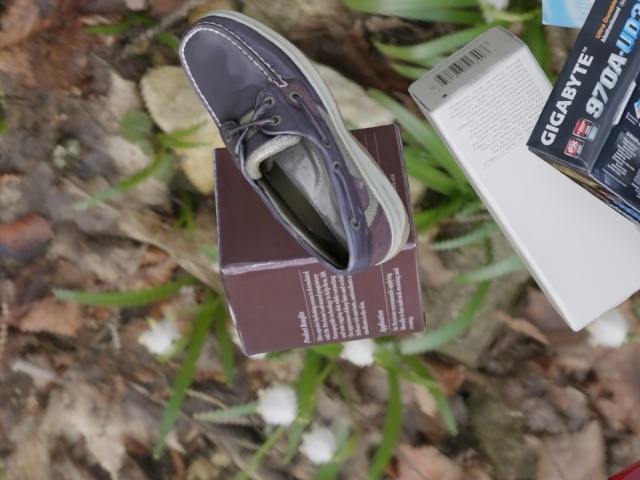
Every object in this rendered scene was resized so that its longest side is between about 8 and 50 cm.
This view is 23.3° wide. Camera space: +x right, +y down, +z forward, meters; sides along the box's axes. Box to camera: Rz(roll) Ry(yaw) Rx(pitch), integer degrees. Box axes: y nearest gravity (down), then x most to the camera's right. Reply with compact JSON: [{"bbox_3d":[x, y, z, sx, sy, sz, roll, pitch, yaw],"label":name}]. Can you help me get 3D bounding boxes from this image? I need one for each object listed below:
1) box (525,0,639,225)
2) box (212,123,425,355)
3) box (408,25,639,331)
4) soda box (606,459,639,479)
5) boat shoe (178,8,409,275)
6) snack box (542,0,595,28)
[{"bbox_3d":[0.230,-0.103,1.021,0.220,0.051,0.175,22,94,-58],"label":"box"},{"bbox_3d":[0.000,0.000,1.652,0.203,0.167,0.168,-7,144,2],"label":"box"},{"bbox_3d":[0.204,-0.057,1.459,0.113,0.094,0.275,-34,113,2],"label":"box"},{"bbox_3d":[0.254,0.101,0.704,0.263,0.083,0.092,-37,104,29],"label":"soda box"},{"bbox_3d":[-0.034,-0.089,1.404,0.103,0.092,0.285,-39,87,31],"label":"boat shoe"},{"bbox_3d":[0.426,-0.285,1.772,0.322,0.187,0.060,-17,113,-40],"label":"snack box"}]
